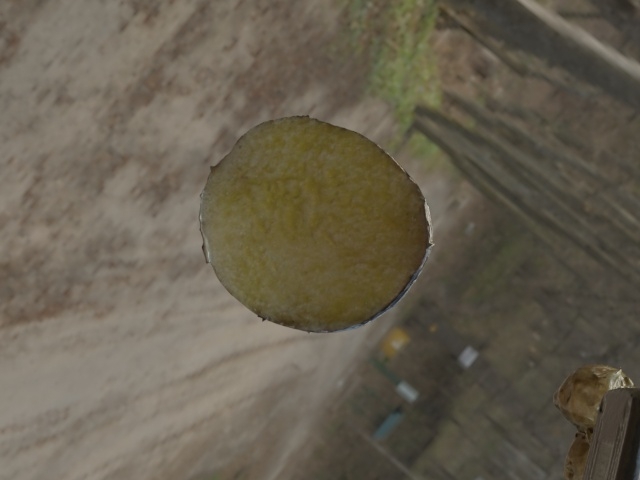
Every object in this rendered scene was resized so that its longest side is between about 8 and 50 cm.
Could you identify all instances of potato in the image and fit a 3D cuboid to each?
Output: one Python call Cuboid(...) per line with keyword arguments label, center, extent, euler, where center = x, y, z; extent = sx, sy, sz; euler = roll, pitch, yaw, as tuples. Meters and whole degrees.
Cuboid(label="potato", center=(0.000, 0.000, 1.492), extent=(0.239, 0.299, 0.116), euler=(-51, 148, -10))

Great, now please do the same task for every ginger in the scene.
Cuboid(label="ginger", center=(0.295, 0.233, 1.376), extent=(0.080, 0.204, 0.104), euler=(-2, 177, -35))

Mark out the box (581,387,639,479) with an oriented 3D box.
Cuboid(label="box", center=(0.243, 0.183, 1.086), extent=(0.126, 0.027, 0.125), euler=(87, 16, -83))
